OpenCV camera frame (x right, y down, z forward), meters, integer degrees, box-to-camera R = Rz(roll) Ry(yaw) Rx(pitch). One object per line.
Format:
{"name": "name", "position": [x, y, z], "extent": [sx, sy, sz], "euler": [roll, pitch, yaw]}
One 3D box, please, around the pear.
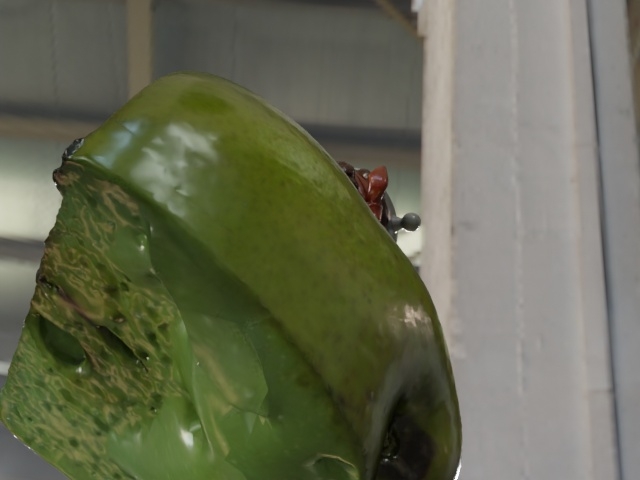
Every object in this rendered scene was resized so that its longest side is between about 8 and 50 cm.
{"name": "pear", "position": [-0.035, 0.071, 1.078], "extent": [0.318, 0.238, 0.342], "euler": [38, -39, 8]}

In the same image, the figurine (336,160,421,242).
{"name": "figurine", "position": [0.000, 0.000, 1.526], "extent": [0.160, 0.183, 0.226], "euler": [30, -26, -24]}
